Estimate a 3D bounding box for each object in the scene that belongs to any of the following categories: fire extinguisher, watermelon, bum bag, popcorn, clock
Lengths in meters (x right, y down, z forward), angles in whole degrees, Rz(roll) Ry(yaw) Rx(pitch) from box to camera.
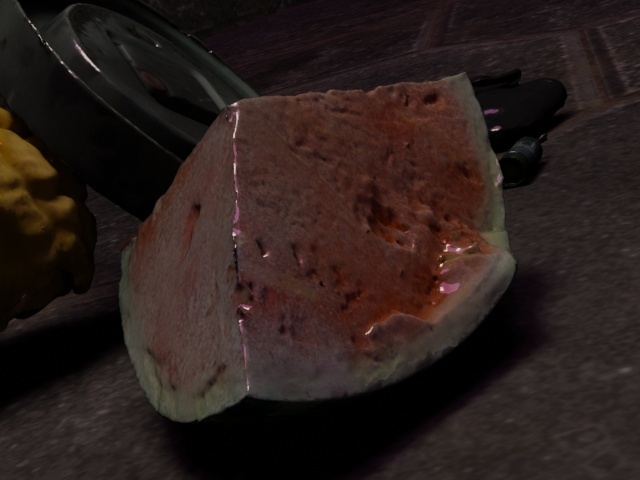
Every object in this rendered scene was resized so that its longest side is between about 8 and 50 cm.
[{"bbox_3d":[0.163,-0.066,1.129,0.038,0.025,0.083,-36,3,31],"label":"fire extinguisher"},{"bbox_3d":[0.000,0.000,0.788,0.260,0.176,0.256,-7,21,-36],"label":"watermelon"},{"bbox_3d":[0.110,-0.119,1.326,0.248,0.060,0.123,-2,22,43],"label":"bum bag"},{"bbox_3d":[-0.283,0.006,0.991,0.250,0.190,0.250,-30,-18,-11],"label":"popcorn"},{"bbox_3d":[-0.127,-0.101,1.087,0.061,0.313,0.312,-51,5,17],"label":"clock"}]

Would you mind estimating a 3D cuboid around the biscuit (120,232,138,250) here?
[{"bbox_3d":[-0.106,-0.009,1.226,0.124,0.026,0.175,-28,17,-34],"label":"biscuit"}]
